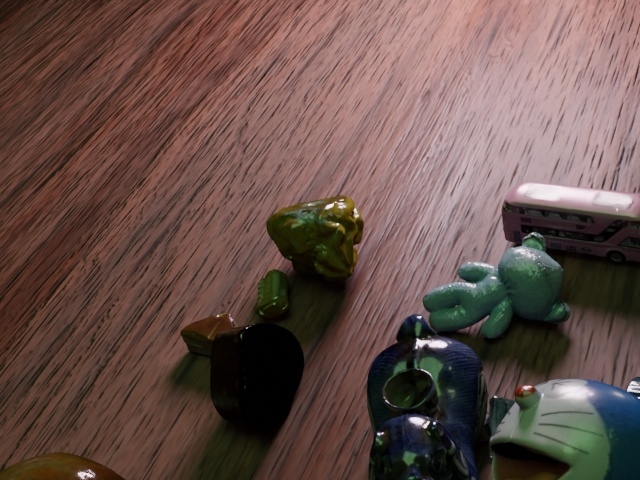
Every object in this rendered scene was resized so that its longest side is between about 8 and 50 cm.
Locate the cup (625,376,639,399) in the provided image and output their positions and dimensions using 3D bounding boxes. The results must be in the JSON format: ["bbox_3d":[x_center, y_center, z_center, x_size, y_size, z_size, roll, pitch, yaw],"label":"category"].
[{"bbox_3d":[0.367,0.183,0.865,0.138,0.150,0.113,7,35,32],"label":"cup"}]

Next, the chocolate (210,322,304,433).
[{"bbox_3d":[-0.095,0.166,1.110,0.080,0.125,0.149,-13,38,34],"label":"chocolate"}]

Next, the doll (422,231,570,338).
[{"bbox_3d":[0.226,0.071,1.139,0.179,0.075,0.120,-23,72,25],"label":"doll"}]

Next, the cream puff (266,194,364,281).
[{"bbox_3d":[0.000,0.000,1.283,0.146,0.116,0.146,-16,7,2],"label":"cream puff"}]

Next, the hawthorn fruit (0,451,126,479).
[{"bbox_3d":[-0.261,0.360,0.811,0.301,0.268,0.267,-42,43,-16],"label":"hawthorn fruit"}]

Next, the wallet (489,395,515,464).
[{"bbox_3d":[0.239,0.213,0.933,0.129,0.026,0.088,16,44,-5],"label":"wallet"}]

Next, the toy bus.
[{"bbox_3d":[0.341,-0.025,1.181,0.203,0.090,0.063,10,45,30],"label":"toy bus"}]

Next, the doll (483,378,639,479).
[{"bbox_3d":[0.209,0.248,0.786,0.161,0.215,0.257,20,73,-5],"label":"doll"}]

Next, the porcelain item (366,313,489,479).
[{"bbox_3d":[0.101,0.201,0.922,0.137,0.186,0.288,-8,37,16],"label":"porcelain item"}]

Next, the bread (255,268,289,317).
[{"bbox_3d":[-0.067,0.077,1.266,0.049,0.034,0.088,-26,32,13],"label":"bread"}]

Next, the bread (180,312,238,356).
[{"bbox_3d":[-0.134,0.130,1.220,0.109,0.043,0.062,11,48,34],"label":"bread"}]
